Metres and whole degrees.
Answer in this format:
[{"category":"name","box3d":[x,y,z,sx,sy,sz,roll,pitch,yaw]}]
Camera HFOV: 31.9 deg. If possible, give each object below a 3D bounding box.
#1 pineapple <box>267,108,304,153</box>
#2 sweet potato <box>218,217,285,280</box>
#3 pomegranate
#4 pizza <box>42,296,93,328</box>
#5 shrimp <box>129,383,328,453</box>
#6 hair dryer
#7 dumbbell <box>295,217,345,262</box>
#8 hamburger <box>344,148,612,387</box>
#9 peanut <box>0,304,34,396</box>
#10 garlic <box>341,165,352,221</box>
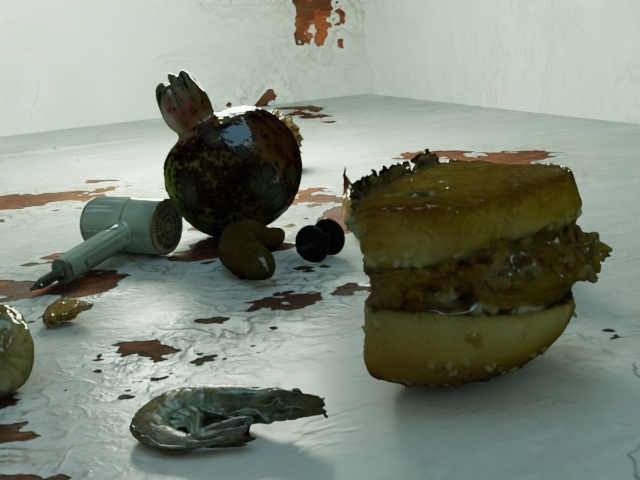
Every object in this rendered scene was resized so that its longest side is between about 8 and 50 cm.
[{"category":"pineapple","box3d":[-0.118,-0.251,2.856,0.166,0.166,0.193,9,0,40]},{"category":"sweet potato","box3d":[-0.124,0.012,1.958,0.108,0.079,0.346,26,12,-3]},{"category":"pomegranate","box3d":[-0.194,-0.174,2.134,0.285,0.341,0.285,-32,9,6]},{"category":"pizza","box3d":[-0.378,0.110,1.684,0.078,0.025,0.083,-5,20,8]},{"category":"shrimp","box3d":[-0.104,0.197,1.235,0.223,0.047,0.126,-5,20,12]},{"category":"hair dryer","box3d":[-0.407,0.013,1.975,0.173,0.107,0.357,1,20,26]},{"category":"dumbbell","box3d":[0.000,0.000,1.980,0.069,0.069,0.147,6,15,30]},{"category":"hamburger","box3d":[0.211,0.030,1.391,0.287,0.268,0.445,1,10,22]},{"category":"peanut","box3d":[-0.417,0.140,1.454,0.099,0.099,0.214,-6,8,-13]},{"category":"garlic","box3d":[0.101,-0.057,2.126,0.115,0.128,0.206,-53,27,-16]}]
